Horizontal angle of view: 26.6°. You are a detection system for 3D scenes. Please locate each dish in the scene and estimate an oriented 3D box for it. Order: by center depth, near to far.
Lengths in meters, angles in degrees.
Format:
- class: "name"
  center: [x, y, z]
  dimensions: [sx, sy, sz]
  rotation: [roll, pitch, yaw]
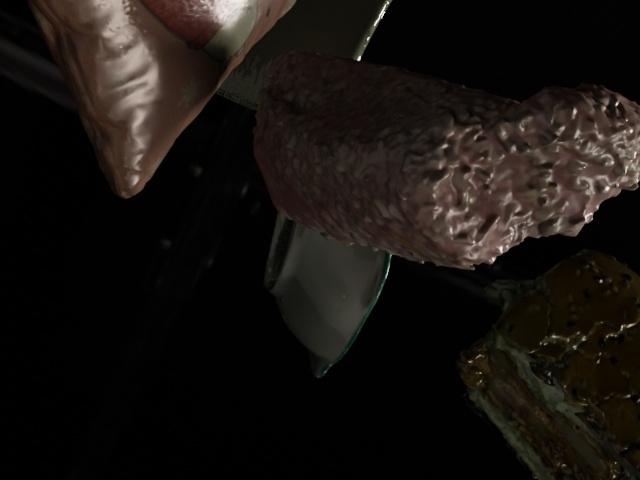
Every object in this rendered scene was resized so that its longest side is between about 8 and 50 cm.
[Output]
- class: "dish"
  center: [0.000, 0.000, 1.195]
  dimensions: [0.078, 0.246, 0.224]
  rotation: [16, -79, -11]

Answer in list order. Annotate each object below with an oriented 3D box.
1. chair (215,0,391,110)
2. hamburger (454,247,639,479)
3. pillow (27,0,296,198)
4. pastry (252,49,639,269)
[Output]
- class: "chair"
  center: [0.014, -0.263, 0.961]
  dimensions: [0.160, 0.319, 0.186]
  rotation: [27, -30, 14]
- class: "hamburger"
  center: [0.272, 0.138, 1.337]
  dimensions: [0.288, 0.192, 0.167]
  rotation: [46, -21, 1]
- class: "pillow"
  center: [-0.086, -0.176, 0.794]
  dimensions: [0.084, 0.236, 0.223]
  rotation: [19, -33, 31]
- class: "pastry"
  center: [0.049, -0.043, 0.747]
  dimensions: [0.265, 0.112, 0.103]
  rotation: [7, -36, 49]
